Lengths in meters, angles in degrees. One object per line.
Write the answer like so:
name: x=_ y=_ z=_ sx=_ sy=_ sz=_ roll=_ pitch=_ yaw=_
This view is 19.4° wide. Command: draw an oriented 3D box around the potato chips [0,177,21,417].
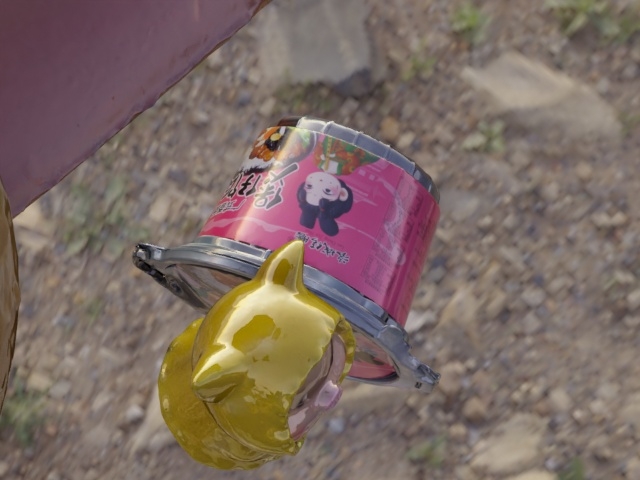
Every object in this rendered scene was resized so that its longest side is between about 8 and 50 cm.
potato chips: x=-0.129 y=0.057 z=0.616 sx=0.049 sy=0.150 sz=0.202 roll=12 pitch=54 yaw=-12

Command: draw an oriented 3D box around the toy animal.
toy animal: x=-0.054 y=0.104 z=1.487 sx=0.156 sy=0.230 sz=0.156 roll=5 pitch=65 yaw=-11

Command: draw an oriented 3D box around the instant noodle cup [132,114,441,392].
instant noodle cup: x=0.000 y=0.000 z=1.732 sx=0.302 sy=0.258 sz=0.182 roll=26 pitch=74 yaw=-6

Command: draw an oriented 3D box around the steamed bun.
steamed bun: x=-0.228 y=-0.144 z=1.166 sx=0.379 sy=0.235 sz=0.248 roll=-42 pitch=100 yaw=-28
